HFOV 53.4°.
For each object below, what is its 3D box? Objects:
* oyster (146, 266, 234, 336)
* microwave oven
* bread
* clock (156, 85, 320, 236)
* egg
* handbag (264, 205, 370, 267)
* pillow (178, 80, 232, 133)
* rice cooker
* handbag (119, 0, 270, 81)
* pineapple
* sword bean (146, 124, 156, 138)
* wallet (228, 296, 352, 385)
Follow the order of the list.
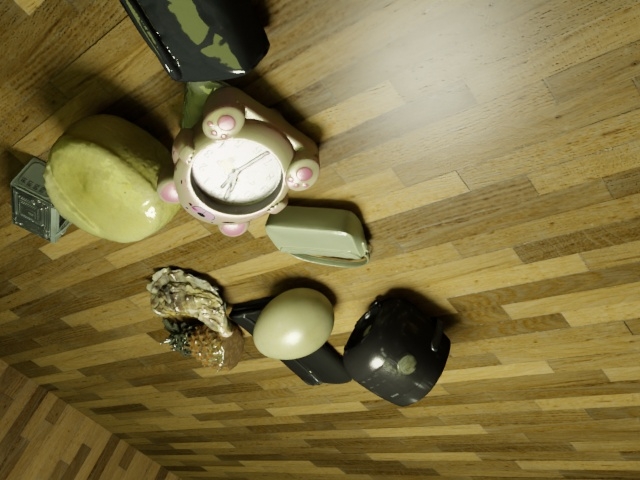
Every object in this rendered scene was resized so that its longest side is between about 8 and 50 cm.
[{"bbox_3d":[-0.408,0.205,2.003,0.352,0.114,0.237,25,145,24],"label":"oyster"},{"bbox_3d":[-0.794,-0.110,1.822,0.162,0.122,0.208,27,142,-6],"label":"microwave oven"},{"bbox_3d":[-0.484,-0.151,1.531,0.321,0.237,0.320,8,133,9],"label":"bread"},{"bbox_3d":[-0.186,-0.154,1.382,0.284,0.114,0.309,30,123,-30],"label":"clock"},{"bbox_3d":[-0.078,0.239,1.801,0.254,0.188,0.188,-30,122,17],"label":"egg"},{"bbox_3d":[0.000,0.000,1.593,0.256,0.079,0.219,6,150,22],"label":"handbag"},{"bbox_3d":[-0.249,-0.271,1.405,0.128,0.050,0.229,26,144,-1],"label":"pillow"},{"bbox_3d":[0.198,0.289,1.697,0.225,0.267,0.267,36,141,-6],"label":"rice cooker"},{"bbox_3d":[-0.273,-0.418,1.136,0.275,0.177,0.301,-3,135,30],"label":"handbag"},{"bbox_3d":[-0.425,0.340,2.161,0.341,0.169,0.169,7,140,30],"label":"pineapple"},{"bbox_3d":[-0.401,-0.246,1.547,0.012,0.012,0.083,4,140,23],"label":"sword bean"},{"bbox_3d":[-0.091,0.334,2.043,0.229,0.062,0.406,-17,127,40],"label":"wallet"}]
